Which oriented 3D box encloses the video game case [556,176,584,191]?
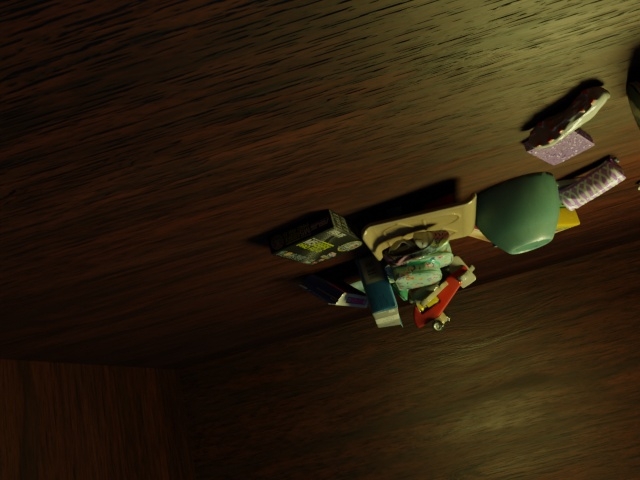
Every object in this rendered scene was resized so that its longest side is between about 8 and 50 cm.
[{"bbox_3d":[0.859,-0.171,1.724,0.201,0.023,0.183,-9,161,-19],"label":"video game case"}]

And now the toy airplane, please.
[{"bbox_3d":[0.580,0.227,2.388,0.384,0.272,0.386,-50,159,-16],"label":"toy airplane"}]

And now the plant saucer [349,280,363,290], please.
[{"bbox_3d":[0.201,0.238,2.391,0.195,0.037,0.195,-14,162,-5],"label":"plant saucer"}]

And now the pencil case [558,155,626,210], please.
[{"bbox_3d":[0.882,-0.183,1.574,0.088,0.086,0.206,34,127,-18],"label":"pencil case"}]

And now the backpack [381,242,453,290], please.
[{"bbox_3d":[0.359,0.069,1.774,0.254,0.191,0.225,-20,158,7],"label":"backpack"}]

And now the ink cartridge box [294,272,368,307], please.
[{"bbox_3d":[0.060,0.208,1.979,0.371,0.176,0.069,15,101,-60],"label":"ink cartridge box"}]

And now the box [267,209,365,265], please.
[{"bbox_3d":[0.000,0.000,1.473,0.216,0.060,0.270,-22,161,21],"label":"box"}]

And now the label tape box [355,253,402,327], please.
[{"bbox_3d":[0.245,0.226,1.988,0.106,0.240,0.333,-18,153,5],"label":"label tape box"}]

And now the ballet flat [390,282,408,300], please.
[{"bbox_3d":[0.372,0.212,2.285,0.087,0.083,0.247,-42,-166,-3],"label":"ballet flat"}]

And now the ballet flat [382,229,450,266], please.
[{"bbox_3d":[0.285,0.016,1.481,0.221,0.077,0.079,-26,131,32],"label":"ballet flat"}]

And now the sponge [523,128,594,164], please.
[{"bbox_3d":[0.637,-0.255,1.279,0.210,0.031,0.117,4,154,-47],"label":"sponge"}]

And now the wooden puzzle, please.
[{"bbox_3d":[0.315,-0.051,1.526,0.348,0.080,0.322,-18,160,11],"label":"wooden puzzle"}]

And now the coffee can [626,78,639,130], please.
[{"bbox_3d":[0.833,-0.306,1.007,0.275,0.201,0.201,-24,160,26],"label":"coffee can"}]

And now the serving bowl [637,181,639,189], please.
[{"bbox_3d":[1.287,-0.230,1.891,0.083,0.027,0.083,-14,162,-5],"label":"serving bowl"}]

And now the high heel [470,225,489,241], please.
[{"bbox_3d":[0.572,-0.017,1.798,0.244,0.117,0.082,-12,162,-12],"label":"high heel"}]

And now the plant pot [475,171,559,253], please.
[{"bbox_3d":[0.656,-0.068,1.588,0.290,0.195,0.290,-13,162,-4],"label":"plant pot"}]

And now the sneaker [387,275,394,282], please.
[{"bbox_3d":[0.316,0.158,2.210,0.167,0.065,0.076,-8,156,-27],"label":"sneaker"}]

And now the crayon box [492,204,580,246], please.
[{"bbox_3d":[0.870,-0.062,1.924,0.203,0.083,0.323,-3,163,-34],"label":"crayon box"}]

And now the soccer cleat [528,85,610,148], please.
[{"bbox_3d":[0.571,-0.276,1.110,0.076,0.068,0.196,-8,158,-31],"label":"soccer cleat"}]
